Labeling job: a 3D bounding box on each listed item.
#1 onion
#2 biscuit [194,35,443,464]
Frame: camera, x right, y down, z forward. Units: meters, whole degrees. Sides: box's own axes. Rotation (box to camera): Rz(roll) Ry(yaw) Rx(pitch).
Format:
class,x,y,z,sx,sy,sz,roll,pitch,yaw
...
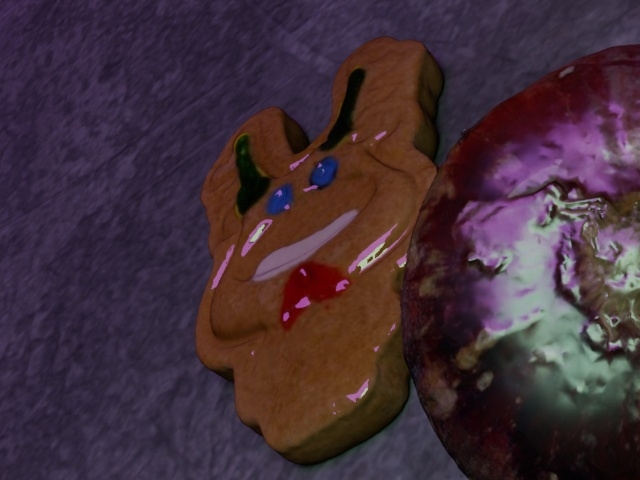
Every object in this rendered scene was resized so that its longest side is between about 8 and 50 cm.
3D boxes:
class,x,y,z,sx,sy,sz,roll,pitch,yaw
onion,0.160,0.033,0.956,0.246,0.190,0.246,-6,71,17
biscuit,0.000,0.000,1.291,0.202,0.047,0.334,-29,38,24
